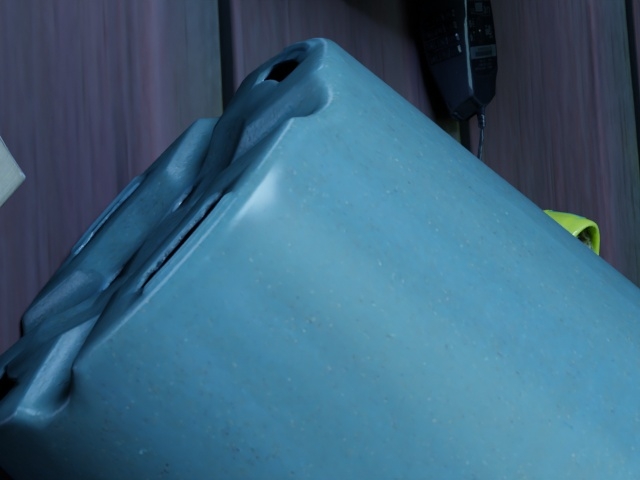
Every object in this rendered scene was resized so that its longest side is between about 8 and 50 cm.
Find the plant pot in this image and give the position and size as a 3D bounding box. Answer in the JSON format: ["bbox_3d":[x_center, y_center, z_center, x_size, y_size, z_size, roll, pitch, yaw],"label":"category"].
[{"bbox_3d":[0.033,0.101,0.893,0.334,0.341,0.341,43,50,-13],"label":"plant pot"}]

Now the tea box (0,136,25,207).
[{"bbox_3d":[-0.313,-0.040,0.547,0.324,0.220,0.329,61,31,-22],"label":"tea box"}]

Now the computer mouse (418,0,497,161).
[{"bbox_3d":[0.098,-0.073,1.254,0.071,0.041,0.242,-12,98,-68],"label":"computer mouse"}]

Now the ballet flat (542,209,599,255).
[{"bbox_3d":[0.176,0.091,1.279,0.077,0.077,0.231,4,80,-51],"label":"ballet flat"}]
